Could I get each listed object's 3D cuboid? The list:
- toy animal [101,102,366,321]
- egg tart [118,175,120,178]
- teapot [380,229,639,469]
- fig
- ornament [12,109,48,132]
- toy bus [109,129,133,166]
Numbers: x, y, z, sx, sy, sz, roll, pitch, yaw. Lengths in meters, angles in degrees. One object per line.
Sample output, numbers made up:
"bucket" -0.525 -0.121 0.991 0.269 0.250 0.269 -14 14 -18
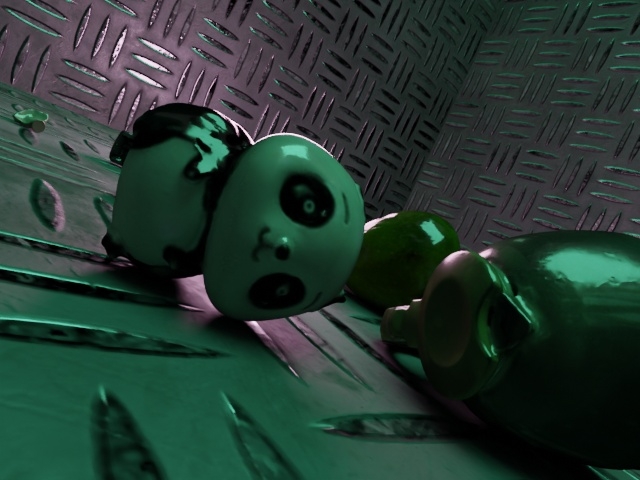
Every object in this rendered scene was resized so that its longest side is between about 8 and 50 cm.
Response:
"toy animal" -0.071 -0.023 0.453 0.235 0.187 0.165 24 15 12
"egg tart" -0.299 -0.080 0.771 0.105 0.039 0.105 25 5 -3
"teapot" 0.214 0.085 0.501 0.239 0.240 0.321 12 13 -14
"fig" 0.109 0.038 0.836 0.275 0.206 0.206 12 2 14
"ornament" -0.668 -0.280 1.045 0.068 0.041 0.092 -2 29 -22
"toy bus" -0.408 -0.187 1.081 0.194 0.083 0.088 29 3 20
